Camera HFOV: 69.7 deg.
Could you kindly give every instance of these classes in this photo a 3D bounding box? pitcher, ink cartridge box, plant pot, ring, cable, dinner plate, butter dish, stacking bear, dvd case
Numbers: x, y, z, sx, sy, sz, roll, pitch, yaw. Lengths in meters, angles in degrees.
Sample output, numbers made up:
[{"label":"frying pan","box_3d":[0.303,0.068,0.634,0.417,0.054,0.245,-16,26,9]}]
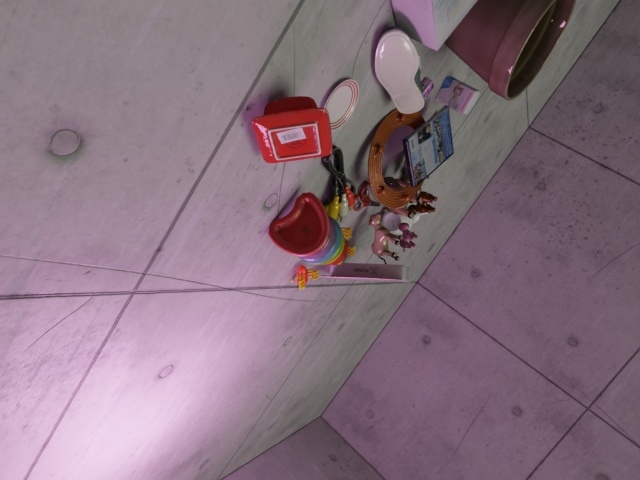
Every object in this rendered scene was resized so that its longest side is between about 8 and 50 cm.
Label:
[{"label":"pitcher","box_3d":[0.368,-0.100,1.969,0.178,0.125,0.207,-18,180,33]},{"label":"ink cartridge box","box_3d":[0.487,-0.514,1.631,0.052,0.122,0.088,-22,142,-51]},{"label":"plant pot","box_3d":[0.516,-0.618,1.330,0.323,0.280,0.323,-41,155,-24]},{"label":"ring","box_3d":[0.277,-0.271,1.533,0.337,0.032,0.336,-18,116,-40]},{"label":"cable","box_3d":[0.070,-0.175,1.396,0.139,0.072,0.287,-38,151,-26]},{"label":"dinner plate","box_3d":[0.048,-0.349,1.186,0.141,0.017,0.141,-42,156,-24]},{"label":"butter dish","box_3d":[-0.060,-0.258,1.004,0.160,0.118,0.160,-8,154,2]},{"label":"stacking bear","box_3d":[0.000,0.000,1.385,0.175,0.164,0.289,-44,156,5]},{"label":"ink cartridge box","box_3d":[0.175,0.121,1.774,0.261,0.296,0.066,19,73,-67]},{"label":"dvd case","box_3d":[0.374,-0.320,1.577,0.253,0.022,0.180,-40,130,-29]}]

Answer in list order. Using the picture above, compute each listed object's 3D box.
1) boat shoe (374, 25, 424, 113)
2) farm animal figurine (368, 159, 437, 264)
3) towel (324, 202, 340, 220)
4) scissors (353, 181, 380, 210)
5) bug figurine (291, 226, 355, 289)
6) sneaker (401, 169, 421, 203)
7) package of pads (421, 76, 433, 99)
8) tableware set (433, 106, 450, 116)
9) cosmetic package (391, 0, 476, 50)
[{"label":"boat shoe","box_3d":[0.218,-0.476,1.262,0.319,0.116,0.099,43,42,-60]},{"label":"farm animal figurine","box_3d":[0.284,-0.122,1.763,0.330,0.172,0.326,-48,140,-23]},{"label":"towel","box_3d":[0.015,-0.084,1.513,0.237,0.021,0.102,-33,145,-36]},{"label":"scissors","box_3d":[0.171,-0.135,1.727,0.109,0.021,0.297,-60,160,-3]},{"label":"bug figurine","box_3d":[0.011,0.048,1.626,0.279,0.072,0.216,-29,142,-35]},{"label":"sneaker","box_3d":[0.360,-0.232,1.896,0.097,0.084,0.234,-22,147,-11]},{"label":"package of pads","box_3d":[0.335,-0.485,1.506,0.083,0.032,0.050,-53,160,1]},{"label":"tableware set","box_3d":[0.463,-0.455,1.806,0.141,0.020,0.168,-44,156,-17]},{"label":"cosmetic package","box_3d":[0.282,-0.621,1.075,0.224,0.138,0.225,-52,158,0]}]
